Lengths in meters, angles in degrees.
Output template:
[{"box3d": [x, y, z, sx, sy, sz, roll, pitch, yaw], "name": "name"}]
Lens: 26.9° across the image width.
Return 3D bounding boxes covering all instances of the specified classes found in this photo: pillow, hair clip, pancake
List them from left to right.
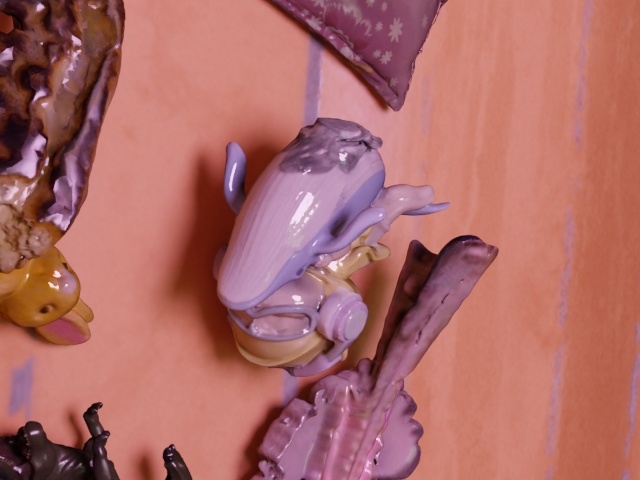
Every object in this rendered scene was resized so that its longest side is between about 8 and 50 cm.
[{"box3d": [-0.192, -0.097, 0.757, 0.212, 0.056, 0.257, 44, 68, 4], "name": "pancake"}, {"box3d": [0.028, -0.191, 0.996, 0.185, 0.043, 0.118, 34, 75, -38], "name": "pillow"}, {"box3d": [0.041, 0.122, 1.009, 0.173, 0.069, 0.300, 15, 104, -43], "name": "hair clip"}]

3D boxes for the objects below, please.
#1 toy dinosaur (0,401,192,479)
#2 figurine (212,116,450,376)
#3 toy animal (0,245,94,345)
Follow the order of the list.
[{"box3d": [-0.174, 0.197, 0.883, 0.179, 0.087, 0.187, -39, 107, 10], "name": "toy dinosaur"}, {"box3d": [0.000, 0.000, 0.939, 0.208, 0.128, 0.184, -29, 136, -48], "name": "figurine"}, {"box3d": [-0.185, 0.016, 0.822, 0.159, 0.070, 0.083, 41, 70, -42], "name": "toy animal"}]
